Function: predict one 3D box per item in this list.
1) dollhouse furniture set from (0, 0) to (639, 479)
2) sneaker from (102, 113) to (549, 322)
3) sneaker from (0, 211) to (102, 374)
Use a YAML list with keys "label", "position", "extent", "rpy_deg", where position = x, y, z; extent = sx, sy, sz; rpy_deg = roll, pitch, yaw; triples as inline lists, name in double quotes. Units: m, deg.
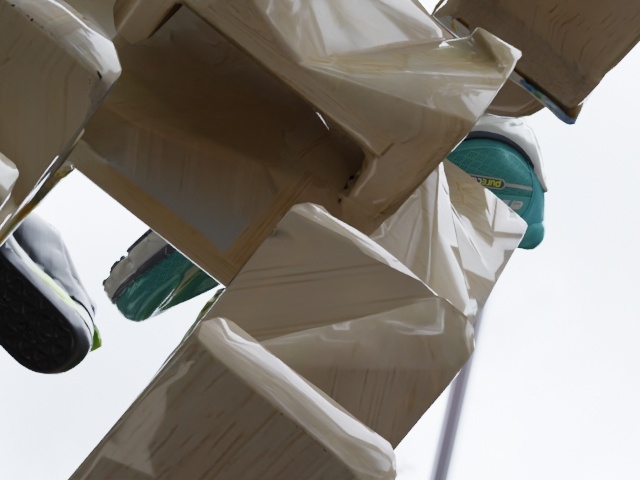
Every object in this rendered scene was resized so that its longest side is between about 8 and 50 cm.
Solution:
- label: "dollhouse furniture set"
  position: [-0.116, -0.073, 0.723]
  extent: [0.394, 0.362, 0.256]
  rpy_deg: [39, -48, -3]
- label: "sneaker"
  position: [0.000, 0.000, 1.143]
  extent: [0.275, 0.107, 0.110]
  rpy_deg: [-19, -90, 15]
- label: "sneaker"
  position: [-0.254, 0.004, 1.518]
  extent: [0.084, 0.097, 0.235]
  rpy_deg: [-28, -74, 20]
